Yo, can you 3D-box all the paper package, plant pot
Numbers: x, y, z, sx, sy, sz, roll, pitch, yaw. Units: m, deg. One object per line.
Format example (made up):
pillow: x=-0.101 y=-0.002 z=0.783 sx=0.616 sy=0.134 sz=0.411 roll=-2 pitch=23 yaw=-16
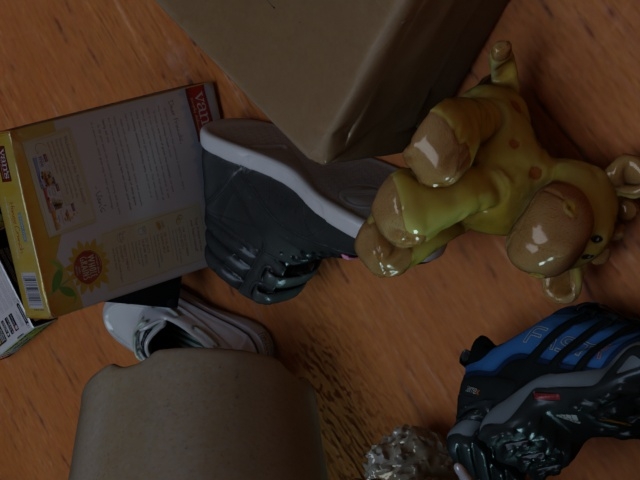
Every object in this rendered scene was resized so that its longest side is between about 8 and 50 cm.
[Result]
paper package: x=0.007 y=-0.281 z=1.428 sx=0.325 sy=0.168 sz=0.309 roll=46 pitch=128 yaw=22
plant pot: x=-0.110 y=0.277 z=1.603 sx=0.334 sy=0.333 sz=0.305 roll=-32 pitch=50 yaw=44

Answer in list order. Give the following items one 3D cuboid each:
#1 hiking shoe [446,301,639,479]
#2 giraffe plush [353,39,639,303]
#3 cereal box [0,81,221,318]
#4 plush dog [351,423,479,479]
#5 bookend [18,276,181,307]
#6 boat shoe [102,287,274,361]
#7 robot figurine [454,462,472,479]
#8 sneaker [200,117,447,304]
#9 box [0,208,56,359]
hiking shoe: x=0.232 y=0.092 z=1.384 sx=0.304 sy=0.113 sz=0.132 roll=-18 pitch=48 yaw=27
giraffe plush: x=0.154 y=-0.031 z=1.387 sx=0.170 sy=0.210 sz=0.181 roll=36 pitch=144 yaw=8
cereal box: x=-0.182 y=-0.041 z=1.629 sx=0.047 sy=0.240 sz=0.173 roll=-3 pitch=101 yaw=47
plush dog: x=0.111 y=0.292 z=1.482 sx=0.210 sy=0.225 sz=0.262 roll=-16 pitch=92 yaw=44
bookend: x=-0.218 y=-0.006 z=1.777 sx=0.157 sy=0.156 sz=0.072 roll=-100 pitch=17 yaw=-63
boat shoe: x=-0.151 y=0.092 z=1.759 sx=0.226 sy=0.075 sz=0.083 roll=8 pitch=109 yaw=41
robot figurine: x=0.136 y=0.315 z=1.203 sx=0.299 sy=0.200 sz=0.354 roll=4 pitch=113 yaw=-1
sneaker: x=0.000 y=0.000 z=1.578 sx=0.295 sy=0.104 sz=0.147 roll=26 pitch=122 yaw=41
box: x=-0.380 y=0.023 z=1.973 sx=0.114 sy=0.036 sz=0.207 roll=-34 pitch=80 yaw=43
